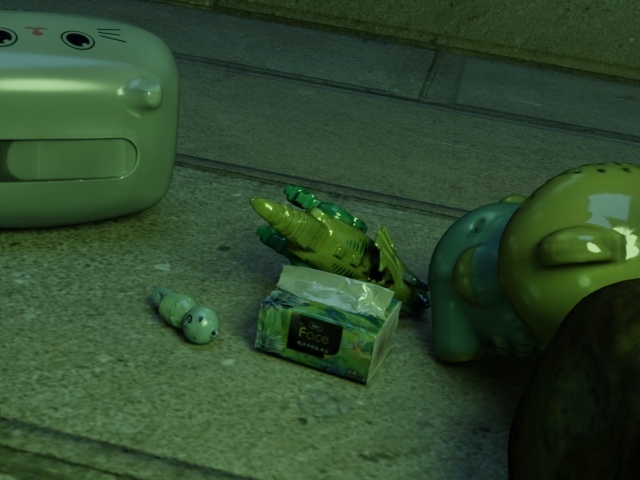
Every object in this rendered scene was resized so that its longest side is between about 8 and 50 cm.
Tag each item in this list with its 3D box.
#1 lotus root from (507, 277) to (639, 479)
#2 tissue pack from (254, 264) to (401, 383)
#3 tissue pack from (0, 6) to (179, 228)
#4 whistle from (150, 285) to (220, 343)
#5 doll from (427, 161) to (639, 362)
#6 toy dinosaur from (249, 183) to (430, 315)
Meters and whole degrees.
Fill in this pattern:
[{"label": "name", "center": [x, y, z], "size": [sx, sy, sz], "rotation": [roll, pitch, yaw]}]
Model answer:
[{"label": "lotus root", "center": [0.228, 0.155, 0.461], "size": [0.250, 0.251, 0.346], "rotation": [7, 21, -4]}, {"label": "tissue pack", "center": [0.009, 0.067, 0.777], "size": [0.111, 0.079, 0.085], "rotation": [16, 24, 15]}, {"label": "tissue pack", "center": [-0.319, -0.132, 0.934], "size": [0.332, 0.230, 0.236], "rotation": [-4, 25, -26]}, {"label": "whistle", "center": [-0.126, 0.067, 0.789], "size": [0.035, 0.035, 0.100], "rotation": [-13, 29, -41]}, {"label": "doll", "center": [0.212, 0.026, 0.725], "size": [0.176, 0.162, 0.260], "rotation": [2, -8, -17]}, {"label": "toy dinosaur", "center": [0.000, 0.000, 0.848], "size": [0.259, 0.094, 0.153], "rotation": [30, 0, -43]}]
